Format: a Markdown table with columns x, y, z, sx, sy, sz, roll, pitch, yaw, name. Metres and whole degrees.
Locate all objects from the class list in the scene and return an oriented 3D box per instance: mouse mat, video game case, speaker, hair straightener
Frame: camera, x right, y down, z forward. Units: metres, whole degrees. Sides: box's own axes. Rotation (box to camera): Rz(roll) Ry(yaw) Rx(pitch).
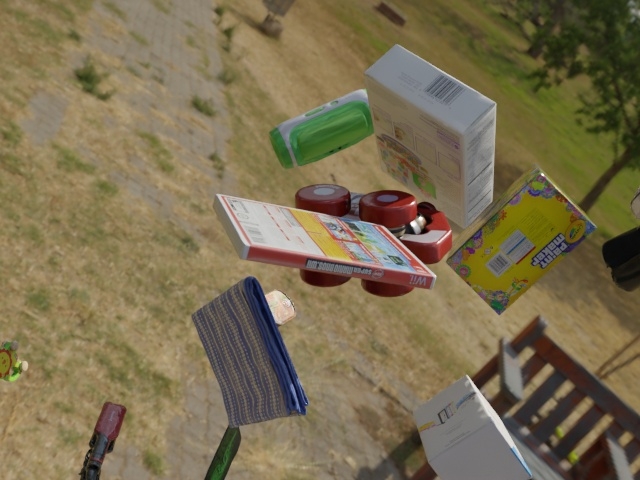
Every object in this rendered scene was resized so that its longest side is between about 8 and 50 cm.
| x | y | z | sx | sy | sz | roll | pitch | yaw | name |
| --- | --- | --- | --- | --- | --- | --- | --- | --- | --- |
| -0.211 | 0.478 | 1.601 | 0.007 | 0.153 | 0.190 | 16 | 55 | 13 | mouse mat |
| 0.000 | 0.000 | 1.081 | 0.285 | 0.025 | 0.204 | 10 | 18 | -22 | video game case |
| 0.018 | -0.295 | 1.987 | 0.131 | 0.296 | 0.131 | 155 | -90 | -84 | speaker |
| -0.344 | 0.344 | 1.171 | 0.047 | 0.089 | 0.230 | 19 | 13 | -16 | hair straightener |

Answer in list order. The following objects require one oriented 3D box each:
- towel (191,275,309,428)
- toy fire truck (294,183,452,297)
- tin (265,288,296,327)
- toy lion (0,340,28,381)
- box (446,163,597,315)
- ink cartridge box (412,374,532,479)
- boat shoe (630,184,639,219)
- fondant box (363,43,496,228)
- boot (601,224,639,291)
| x | y | z | sx | sy | sz | roll | pitch | yaw | name |
| --- | --- | --- | --- | --- | --- | --- | --- | --- | --- |
| -0.141 | 0.210 | 1.330 | 0.040 | 0.336 | 0.243 | -18 | 83 | -30 | towel |
| 0.101 | -0.029 | 1.388 | 0.302 | 0.169 | 0.254 | 8 | 25 | 26 | toy fire truck |
| -0.137 | 0.208 | 2.279 | 0.106 | 0.040 | 0.189 | 59 | 21 | 5 | tin |
| -0.717 | 0.282 | 1.712 | 0.034 | 0.100 | 0.096 | -2 | 32 | 13 | toy lion |
| 0.466 | -0.013 | 1.777 | 0.177 | 0.290 | 0.279 | 45 | 17 | 2 | box |
| 0.337 | 0.458 | 1.711 | 0.171 | 0.168 | 0.233 | 53 | 7 | -13 | ink cartridge box |
| 0.567 | -0.143 | 1.166 | 0.096 | 0.267 | 0.088 | -6 | 54 | -24 | boat shoe |
| 0.218 | -0.194 | 1.469 | 0.238 | 0.096 | 0.330 | 39 | -16 | 27 | fondant box |
| 0.757 | 0.065 | 1.660 | 0.094 | 0.207 | 0.246 | -19 | 70 | -32 | boot |
